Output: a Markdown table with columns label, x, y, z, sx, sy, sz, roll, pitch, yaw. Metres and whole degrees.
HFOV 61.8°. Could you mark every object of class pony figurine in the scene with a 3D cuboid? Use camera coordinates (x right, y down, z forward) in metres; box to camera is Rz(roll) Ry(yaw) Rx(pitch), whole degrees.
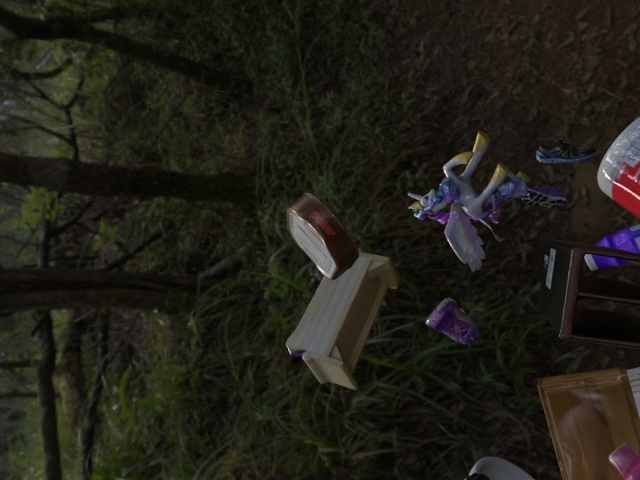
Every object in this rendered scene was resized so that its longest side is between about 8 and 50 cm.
| label | x | y | z | sx | sy | sz | roll | pitch | yaw |
| --- | --- | --- | --- | --- | --- | --- | --- | --- | --- |
| pony figurine | 0.503 | -0.123 | 1.785 | 0.351 | 0.303 | 0.363 | 47 | 129 | 7 |

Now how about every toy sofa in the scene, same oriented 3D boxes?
| label | x | y | z | sx | sy | sz | roll | pitch | yaw |
| --- | --- | --- | --- | --- | --- | --- | --- | --- | --- |
| toy sofa | 0.068 | 0.207 | 1.476 | 0.362 | 0.177 | 0.150 | -63 | -33 | -29 |

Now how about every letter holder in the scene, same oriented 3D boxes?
| label | x | y | z | sx | sy | sz | roll | pitch | yaw |
| --- | --- | --- | --- | --- | --- | --- | --- | --- | --- |
| letter holder | 0.535 | 0.089 | 0.973 | 0.302 | 0.215 | 0.151 | -11 | -72 | -74 |

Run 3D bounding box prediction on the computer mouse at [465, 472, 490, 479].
| label | x | y | z | sx | sy | sz | roll | pitch | yaw |
| --- | --- | --- | --- | --- | --- | --- | --- | --- | --- |
| computer mouse | 0.227 | 0.330 | 0.592 | 0.042 | 0.193 | 0.105 | -38 | 34 | 55 |

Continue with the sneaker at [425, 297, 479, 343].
| label | x | y | z | sx | sy | sz | roll | pitch | yaw |
| --- | --- | --- | --- | --- | --- | --- | --- | --- | --- |
| sneaker | 0.371 | 0.231 | 1.456 | 0.095 | 0.236 | 0.104 | -49 | 55 | 9 |

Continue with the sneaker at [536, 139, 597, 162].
| label | x | y | z | sx | sy | sz | roll | pitch | yaw |
| --- | --- | --- | --- | --- | --- | --- | --- | --- | --- |
| sneaker | 0.834 | -0.303 | 1.814 | 0.188 | 0.067 | 0.078 | 4 | 100 | 28 |

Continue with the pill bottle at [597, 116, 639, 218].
| label | x | y | z | sx | sy | sz | roll | pitch | yaw |
| --- | --- | --- | --- | --- | --- | --- | --- | --- | --- |
| pill bottle | 0.809 | -0.085 | 1.097 | 0.407 | 0.229 | 0.228 | 55 | 139 | 42 |

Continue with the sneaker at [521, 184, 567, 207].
| label | x | y | z | sx | sy | sz | roll | pitch | yaw |
| --- | --- | --- | --- | --- | --- | --- | --- | --- | --- |
| sneaker | 0.751 | -0.156 | 1.813 | 0.068 | 0.170 | 0.071 | 124 | 150 | -53 |

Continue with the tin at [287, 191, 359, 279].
| label | x | y | z | sx | sy | sz | roll | pitch | yaw |
| --- | --- | --- | --- | --- | --- | --- | --- | --- | --- |
| tin | 0.000 | 0.000 | 0.705 | 0.106 | 0.040 | 0.189 | 45 | 169 | 7 |

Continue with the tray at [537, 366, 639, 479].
| label | x | y | z | sx | sy | sz | roll | pitch | yaw |
| --- | --- | --- | --- | --- | --- | --- | --- | --- | --- |
| tray | 0.688 | 0.532 | 1.300 | 0.203 | 0.076 | 0.410 | -15 | 86 | 23 |

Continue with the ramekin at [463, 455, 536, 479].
| label | x | y | z | sx | sy | sz | roll | pitch | yaw |
| --- | --- | --- | --- | --- | --- | --- | --- | --- | --- |
| ramekin | 0.319 | 0.520 | 0.887 | 0.135 | 0.277 | 0.277 | -51 | 37 | 21 |

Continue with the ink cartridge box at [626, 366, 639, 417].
| label | x | y | z | sx | sy | sz | roll | pitch | yaw |
| --- | --- | --- | --- | --- | --- | --- | --- | --- | --- |
| ink cartridge box | 0.960 | 0.481 | 1.547 | 0.171 | 0.233 | 0.168 | -22 | 86 | 29 |

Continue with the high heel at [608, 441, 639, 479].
| label | x | y | z | sx | sy | sz | roll | pitch | yaw |
| --- | --- | --- | --- | --- | --- | --- | --- | --- | --- |
| high heel | 0.656 | 0.373 | 0.978 | 0.244 | 0.082 | 0.117 | -39 | 19 | 7 |

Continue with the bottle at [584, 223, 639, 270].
| label | x | y | z | sx | sy | sz | roll | pitch | yaw |
| --- | --- | --- | --- | --- | --- | --- | --- | --- | --- |
| bottle | 0.864 | 0.002 | 1.443 | 0.283 | 0.118 | 0.092 | -26 | 75 | 29 |
